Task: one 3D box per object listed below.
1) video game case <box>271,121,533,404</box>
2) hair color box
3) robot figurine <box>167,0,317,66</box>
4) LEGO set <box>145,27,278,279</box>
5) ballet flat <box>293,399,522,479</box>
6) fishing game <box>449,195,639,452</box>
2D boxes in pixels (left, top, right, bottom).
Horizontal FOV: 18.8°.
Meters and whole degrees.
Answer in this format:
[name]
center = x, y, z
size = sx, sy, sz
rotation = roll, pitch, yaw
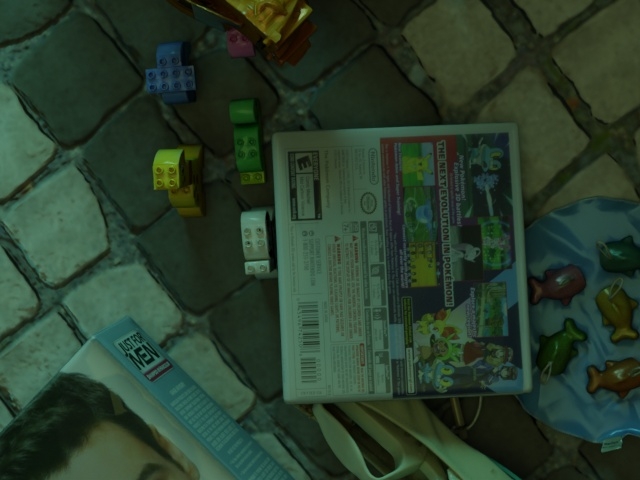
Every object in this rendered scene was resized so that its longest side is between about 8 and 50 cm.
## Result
[video game case]
center = 0.060, 0.016, 1.424
size = 0.183, 0.023, 0.201
rotation = -2, 86, -2
[hair color box]
center = -0.088, 0.256, 1.471
size = 0.374, 0.113, 0.185
rotation = 44, 101, 3
[robot figurine]
center = -0.087, -0.265, 1.396
size = 0.291, 0.085, 0.211
rotation = 42, 81, 17
[LEGO set]
center = -0.085, -0.076, 1.444
size = 0.087, 0.093, 0.227
rotation = -4, 95, 9
[ballet flat]
center = 0.075, 0.175, 1.449
size = 0.248, 0.086, 0.086
rotation = 43, 100, 7
[fishing game]
center = 0.211, 0.063, 1.442
size = 0.264, 0.041, 0.189
rotation = -13, 91, 10
